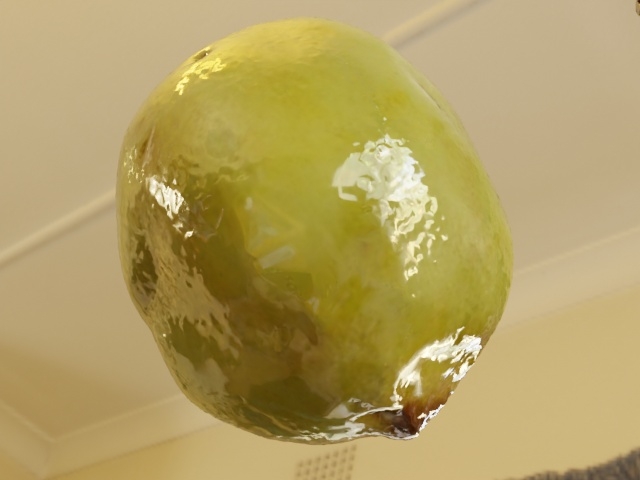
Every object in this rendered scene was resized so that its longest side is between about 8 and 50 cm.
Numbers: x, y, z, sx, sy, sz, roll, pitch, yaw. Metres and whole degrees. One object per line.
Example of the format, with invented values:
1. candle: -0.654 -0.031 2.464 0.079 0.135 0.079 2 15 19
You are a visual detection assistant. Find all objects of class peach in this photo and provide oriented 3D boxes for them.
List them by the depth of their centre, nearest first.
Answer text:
1. peach: -0.002 -0.008 0.813 0.282 0.316 0.314 -12 -58 -34

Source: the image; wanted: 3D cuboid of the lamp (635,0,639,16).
1. lamp: 0.373 -0.173 0.789 0.258 0.180 0.180 14 -44 5
